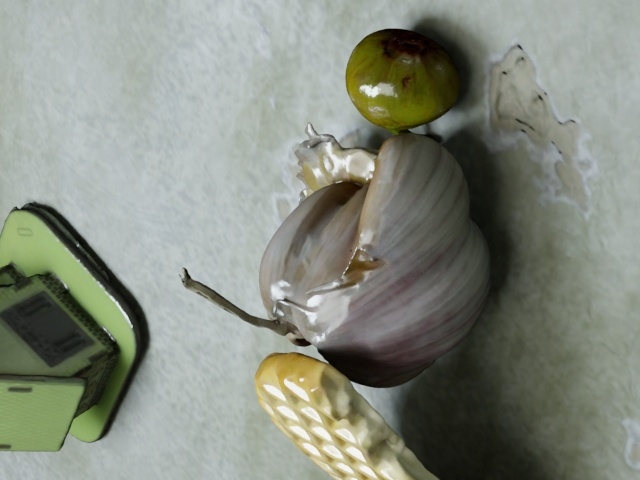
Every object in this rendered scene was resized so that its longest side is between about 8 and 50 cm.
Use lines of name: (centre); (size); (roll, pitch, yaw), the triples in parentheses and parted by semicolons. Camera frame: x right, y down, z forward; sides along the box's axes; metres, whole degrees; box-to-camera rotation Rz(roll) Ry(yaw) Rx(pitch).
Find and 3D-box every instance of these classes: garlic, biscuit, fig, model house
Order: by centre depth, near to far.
fig: (0.058, -0.113, 1.418); (0.098, 0.084, 0.082); (103, 161, -43)
garlic: (0.000, 0.000, 1.430); (0.207, 0.256, 0.207); (-173, 90, -69)
biscuit: (0.050, 0.183, 1.483); (0.309, 0.040, 0.204); (42, 164, -27)
model house: (-0.343, 0.130, 1.787); (0.205, 0.278, 0.218); (44, 136, 18)
